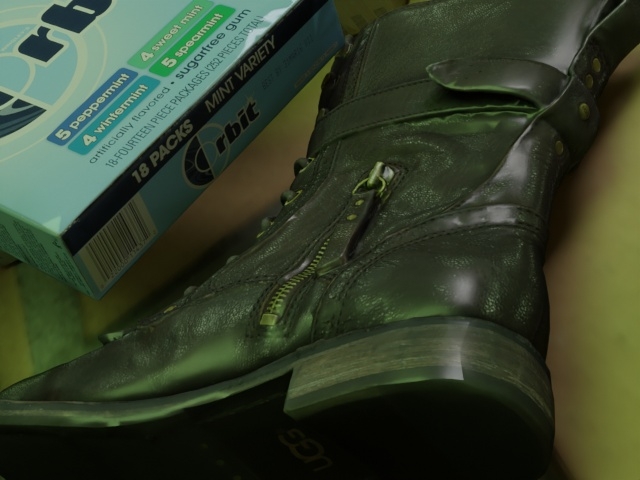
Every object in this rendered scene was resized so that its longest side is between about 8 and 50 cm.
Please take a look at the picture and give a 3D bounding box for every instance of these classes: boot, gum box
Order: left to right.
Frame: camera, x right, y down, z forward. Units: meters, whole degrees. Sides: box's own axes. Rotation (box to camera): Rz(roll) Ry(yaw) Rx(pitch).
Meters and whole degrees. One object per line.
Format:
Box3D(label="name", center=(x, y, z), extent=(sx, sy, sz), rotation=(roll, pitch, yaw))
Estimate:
Box3D(label="gum box", center=(-0.109, -0.070, 0.522), extent=(0.184, 0.041, 0.157), rotation=(22, 59, 33))
Box3D(label="boot", center=(0.000, 0.000, 0.486), extent=(0.263, 0.091, 0.229), rotation=(-12, 42, 29))

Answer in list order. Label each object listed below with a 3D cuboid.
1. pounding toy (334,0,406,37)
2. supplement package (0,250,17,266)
Box3D(label="pounding toy", center=(-0.020, -0.234, 0.631), extent=(0.094, 0.181, 0.206), rotation=(-11, 48, 35))
Box3D(label="supplement package", center=(-0.155, -0.096, 0.682), extent=(0.105, 0.105, 0.179), rotation=(-23, 42, 25))
